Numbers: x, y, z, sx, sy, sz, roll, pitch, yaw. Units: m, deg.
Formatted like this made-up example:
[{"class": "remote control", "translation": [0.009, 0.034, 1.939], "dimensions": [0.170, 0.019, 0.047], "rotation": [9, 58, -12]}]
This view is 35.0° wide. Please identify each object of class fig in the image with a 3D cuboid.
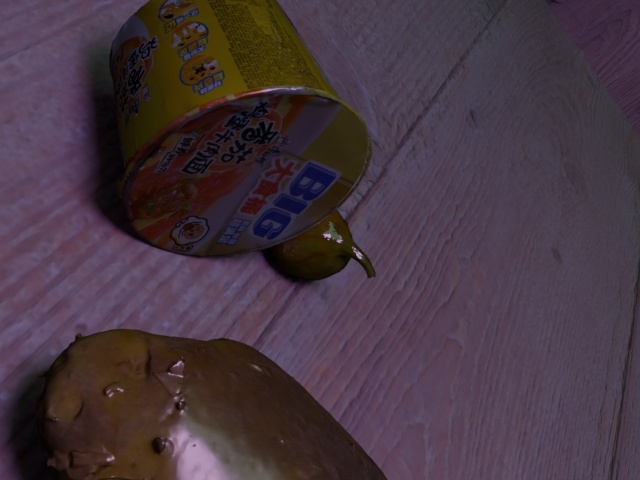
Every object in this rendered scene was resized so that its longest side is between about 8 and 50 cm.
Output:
[{"class": "fig", "translation": [0.000, 0.000, 0.923], "dimensions": [0.082, 0.098, 0.084], "rotation": [-40, 119, -36]}]

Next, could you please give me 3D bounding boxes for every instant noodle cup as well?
[{"class": "instant noodle cup", "translation": [-0.076, -0.105, 0.823], "dimensions": [0.205, 0.205, 0.153], "rotation": [17, 43, -47]}]

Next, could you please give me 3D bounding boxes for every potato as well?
[{"class": "potato", "translation": [-0.054, 0.162, 0.667], "dimensions": [0.296, 0.141, 0.191], "rotation": [37, 34, -27]}]
